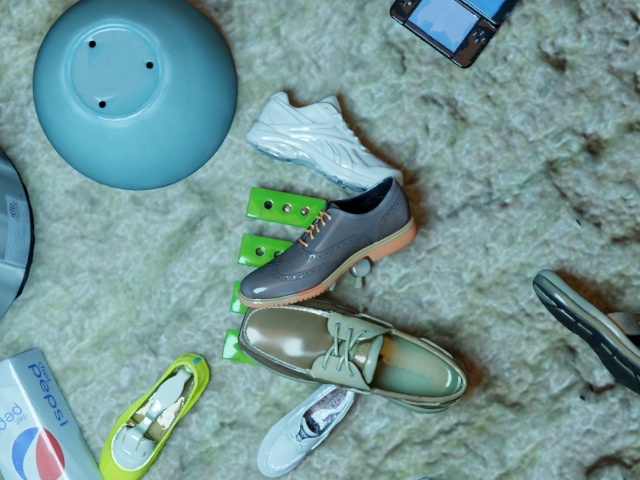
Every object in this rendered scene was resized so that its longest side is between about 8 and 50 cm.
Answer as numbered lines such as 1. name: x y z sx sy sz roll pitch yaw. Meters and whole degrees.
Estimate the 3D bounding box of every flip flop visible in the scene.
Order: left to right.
1. flip flop: 0.417 0.128 1.852 0.277 0.112 0.080 42 76 6

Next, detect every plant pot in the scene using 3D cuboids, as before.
1. plant pot: -0.264 -0.218 1.811 0.290 0.195 0.290 0 89 1

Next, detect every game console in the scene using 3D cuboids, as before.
1. game console: 0.186 -0.332 1.860 0.144 0.085 0.124 36 90 2

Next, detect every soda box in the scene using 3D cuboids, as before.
1. soda box: -0.385 0.299 1.847 0.091 0.098 0.286 -27 88 15

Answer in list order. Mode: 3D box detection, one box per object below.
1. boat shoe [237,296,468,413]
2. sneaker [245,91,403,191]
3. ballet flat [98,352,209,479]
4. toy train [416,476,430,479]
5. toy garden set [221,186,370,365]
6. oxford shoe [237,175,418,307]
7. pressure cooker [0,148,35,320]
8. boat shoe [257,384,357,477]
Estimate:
1. boat shoe: 0.052 0.148 1.790 0.324 0.120 0.122 15 82 -8
2. sneaker: 0.018 -0.143 1.861 0.232 0.090 0.115 23 86 0
3. ballet flat: -0.240 0.254 1.863 0.077 0.077 0.231 37 90 3
4. toy train: 0.079 0.425 1.801 0.334 0.190 0.142 -17 90 1
5. toy garden set: -0.020 0.064 1.877 0.204 0.049 0.244 11 83 -6
6. oxford shoe: 0.000 0.000 1.797 0.271 0.097 0.098 -29 123 -17
7. pressure cooker: -0.599 -0.029 1.674 0.375 0.420 0.370 -41 76 5
8. boat shoe: -0.018 0.264 1.867 0.184 0.063 0.066 -39 89 0
